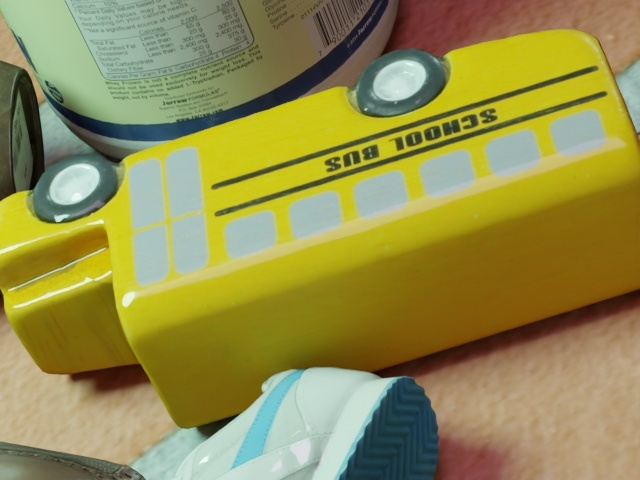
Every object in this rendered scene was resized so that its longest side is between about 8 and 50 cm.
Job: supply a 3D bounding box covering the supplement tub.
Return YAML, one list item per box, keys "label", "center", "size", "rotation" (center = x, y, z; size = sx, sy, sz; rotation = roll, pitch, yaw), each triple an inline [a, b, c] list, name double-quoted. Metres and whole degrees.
- label: "supplement tub"
  center: [-0.104, -0.228, 1.126]
  size: [0.235, 0.325, 0.235]
  rotation: [-13, 43, 12]

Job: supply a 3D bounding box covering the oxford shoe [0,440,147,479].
- label: "oxford shoe"
  center: [-0.240, 0.157, 0.974]
  size: [0.363, 0.130, 0.132]
  rotation: [-2, 19, 33]

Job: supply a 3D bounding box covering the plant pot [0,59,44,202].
- label: "plant pot"
  center: [-0.280, -0.041, 1.128]
  size: [0.230, 0.215, 0.215]
  rotation: [-2, 45, 3]

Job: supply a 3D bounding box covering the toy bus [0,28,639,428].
- label: "toy bus"
  center: [0.000, 0.000, 1.015]
  size: [0.332, 0.108, 0.130]
  rotation: [-18, 44, 6]

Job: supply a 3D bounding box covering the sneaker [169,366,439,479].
- label: "sneaker"
  center: [-0.036, 0.151, 0.905]
  size: [0.092, 0.087, 0.229]
  rotation: [6, 44, 39]
